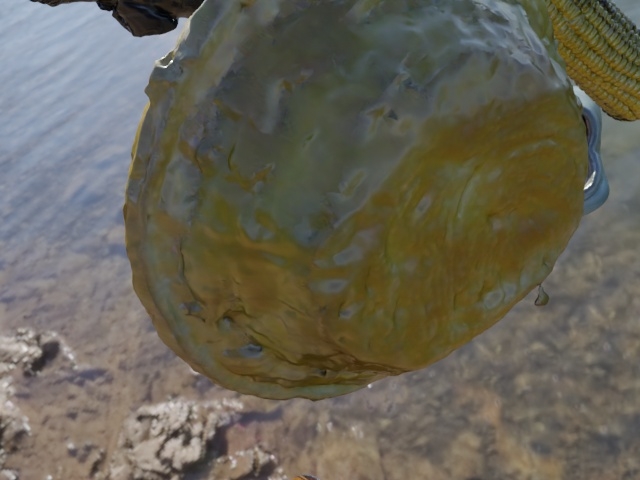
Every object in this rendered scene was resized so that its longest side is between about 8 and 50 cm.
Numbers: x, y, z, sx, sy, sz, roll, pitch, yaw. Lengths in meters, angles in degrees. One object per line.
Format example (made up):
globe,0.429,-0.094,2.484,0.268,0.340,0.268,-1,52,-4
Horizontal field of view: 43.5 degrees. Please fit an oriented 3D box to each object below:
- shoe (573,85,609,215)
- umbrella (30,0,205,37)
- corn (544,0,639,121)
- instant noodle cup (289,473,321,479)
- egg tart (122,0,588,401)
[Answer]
shoe,0.324,-0.141,1.064,0.103,0.100,0.251,-14,43,20
umbrella,-0.161,-0.199,0.618,0.224,0.080,0.071,-7,-7,-40
corn,0.226,-0.177,0.691,0.072,0.203,0.072,-46,22,24
instant noodle cup,0.033,0.339,0.729,0.213,0.174,0.213,-52,24,35
egg tart,0.046,-0.029,0.454,0.319,0.319,0.128,-35,38,-15
